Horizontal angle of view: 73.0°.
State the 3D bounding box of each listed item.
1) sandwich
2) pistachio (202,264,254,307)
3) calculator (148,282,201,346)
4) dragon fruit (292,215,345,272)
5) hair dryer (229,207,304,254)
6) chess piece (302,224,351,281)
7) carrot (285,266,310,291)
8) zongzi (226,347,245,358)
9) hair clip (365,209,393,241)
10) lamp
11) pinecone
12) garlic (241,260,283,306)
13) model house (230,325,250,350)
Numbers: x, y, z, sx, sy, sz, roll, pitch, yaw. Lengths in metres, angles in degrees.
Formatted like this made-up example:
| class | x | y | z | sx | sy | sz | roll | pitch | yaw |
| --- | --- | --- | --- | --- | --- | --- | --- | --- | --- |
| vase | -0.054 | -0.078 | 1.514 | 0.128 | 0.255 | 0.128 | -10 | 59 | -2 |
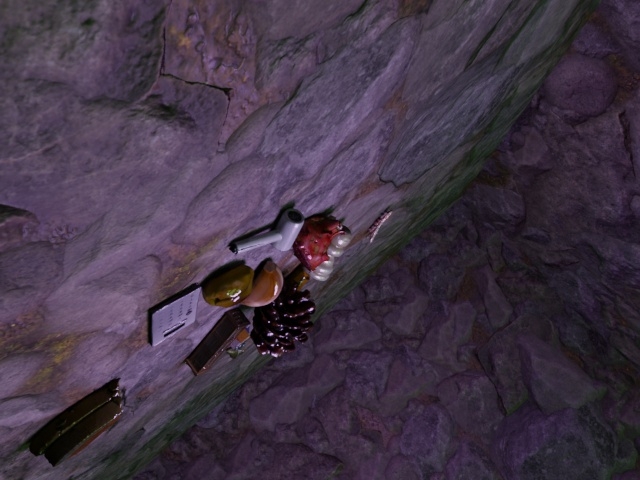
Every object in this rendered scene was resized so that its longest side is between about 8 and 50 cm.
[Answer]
| class | x | y | z | sx | sy | sz | roll | pitch | yaw |
| --- | --- | --- | --- | --- | --- | --- | --- | --- | --- |
| sandwich | -0.742 | 0.586 | 1.362 | 0.292 | 0.109 | 0.212 | -31 | 161 | -36 |
| pistachio | -0.266 | 0.139 | 1.324 | 0.189 | 0.100 | 0.110 | -24 | 162 | -45 |
| calculator | -0.439 | 0.229 | 1.298 | 0.161 | 0.021 | 0.262 | -31 | 161 | -34 |
| dragon fruit | 0.000 | 0.000 | 1.550 | 0.211 | 0.134 | 0.262 | -43 | 166 | -9 |
| hair dryer | -0.162 | -0.015 | 1.263 | 0.236 | 0.073 | 0.131 | -17 | 151 | -39 |
| chess piece | 0.039 | 0.042 | 1.798 | 0.243 | 0.133 | 0.133 | -53 | 162 | 22 |
| carrot | -0.114 | 0.189 | 1.890 | 0.173 | 0.082 | 0.082 | -42 | 166 | 17 |
| zongzi | -0.452 | 0.570 | 2.183 | 0.113 | 0.052 | 0.104 | 0 | 143 | -49 |
| hair clip | 0.299 | -0.084 | 2.237 | 0.062 | 0.056 | 0.214 | 1 | 128 | -46 |
| lamp | -0.414 | 0.408 | 1.732 | 0.325 | 0.090 | 0.089 | -49 | 163 | 22 |
| pinecone | -0.143 | 0.299 | 1.731 | 0.298 | 0.242 | 0.296 | -51 | 157 | -58 |
| garlic | -0.207 | 0.174 | 1.552 | 0.206 | 0.115 | 0.128 | -42 | 172 | 10 |
| model house | -0.350 | 0.416 | 1.917 | 0.100 | 0.088 | 0.100 | -46 | 168 | 18 |
